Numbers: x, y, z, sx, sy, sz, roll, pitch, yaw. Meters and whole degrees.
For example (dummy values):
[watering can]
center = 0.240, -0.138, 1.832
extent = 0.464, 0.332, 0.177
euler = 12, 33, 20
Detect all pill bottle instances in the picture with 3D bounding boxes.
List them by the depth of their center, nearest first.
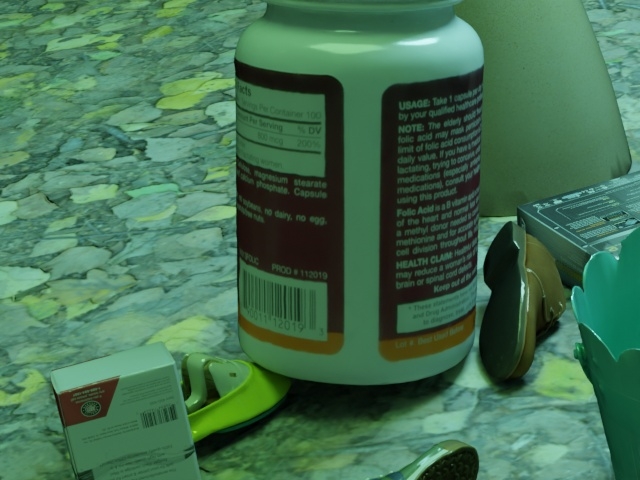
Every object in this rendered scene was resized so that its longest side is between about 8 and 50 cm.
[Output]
[pill bottle]
center = 0.034, -0.088, 1.584
extent = 0.224, 0.392, 0.224
euler = 1, 16, 0

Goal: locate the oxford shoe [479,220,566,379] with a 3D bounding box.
[oxford shoe]
center = 0.194, 0.061, 1.637
extent = 0.076, 0.076, 0.212
euler = 29, 34, -10

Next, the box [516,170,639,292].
[box]
center = 0.339, -0.013, 1.761
extent = 0.231, 0.056, 0.183
euler = -17, 24, -17

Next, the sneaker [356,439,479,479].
[sneaker]
center = 0.036, 0.203, 1.354
extent = 0.086, 0.064, 0.192
euler = 14, 35, 35

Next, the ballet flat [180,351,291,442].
[ballet flat]
center = -0.119, 0.143, 1.546
extent = 0.231, 0.077, 0.077
euler = -26, 26, -34

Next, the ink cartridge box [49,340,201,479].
[ink cartridge box]
center = -0.157, 0.163, 1.439
extent = 0.099, 0.135, 0.056
euler = -14, 20, -12

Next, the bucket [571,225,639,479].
[bucket]
center = 0.333, 0.104, 1.317
extent = 0.281, 0.183, 0.281
euler = -8, 24, 4

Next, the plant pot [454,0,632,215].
[plant pot]
center = 0.209, -0.203, 1.982
extent = 0.256, 0.274, 0.256
euler = -8, 22, 3
